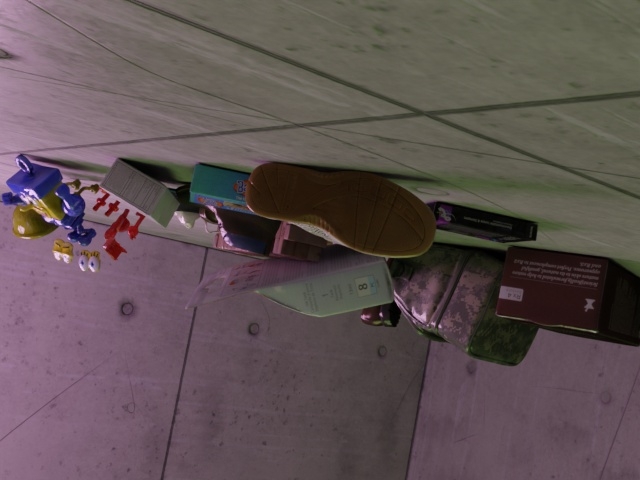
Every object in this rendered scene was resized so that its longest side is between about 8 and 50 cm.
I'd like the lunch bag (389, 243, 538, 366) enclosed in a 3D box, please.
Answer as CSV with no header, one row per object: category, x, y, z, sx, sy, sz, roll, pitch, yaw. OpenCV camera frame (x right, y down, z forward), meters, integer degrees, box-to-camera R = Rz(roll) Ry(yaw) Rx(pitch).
lunch bag,0.309,0.120,1.932,0.256,0.213,0.305,28,-174,36

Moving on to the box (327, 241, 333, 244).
box,0.000,0.000,2.207,0.201,0.021,0.164,12,175,-23

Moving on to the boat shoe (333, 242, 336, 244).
boat shoe,0.077,0.006,2.042,0.100,0.035,0.035,2,170,21

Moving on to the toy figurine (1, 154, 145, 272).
toy figurine,-0.514,-0.102,1.757,0.362,0.191,0.217,16,150,43

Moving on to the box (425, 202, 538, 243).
box,0.224,-0.025,1.352,0.162,0.029,0.116,13,176,-12

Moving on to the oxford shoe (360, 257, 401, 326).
oxford shoe,0.137,0.093,1.995,0.096,0.227,0.083,-5,128,27

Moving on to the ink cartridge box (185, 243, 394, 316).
ink cartridge box,-0.055,0.093,1.821,0.384,0.091,0.308,-14,-171,2

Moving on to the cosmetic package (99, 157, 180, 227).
cosmetic package,-0.307,-0.078,1.579,0.098,0.060,0.239,32,175,-2

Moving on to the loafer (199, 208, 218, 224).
loafer,-0.153,-0.054,1.718,0.147,0.056,0.050,1,177,-16

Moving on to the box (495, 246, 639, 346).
box,0.497,0.114,1.766,0.191,0.143,0.381,8,177,31

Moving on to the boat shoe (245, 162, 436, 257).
boat shoe,0.037,-0.042,1.202,0.277,0.098,0.096,19,180,28

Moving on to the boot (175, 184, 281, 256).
boot,-0.169,-0.037,1.604,0.219,0.106,0.082,8,175,26

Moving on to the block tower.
block tower,-0.110,-0.013,1.877,0.097,0.091,0.335,14,174,-30

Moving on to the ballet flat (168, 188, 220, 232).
ballet flat,-0.232,-0.052,1.808,0.203,0.074,0.074,12,175,-16

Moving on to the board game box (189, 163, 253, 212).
board game box,-0.099,-0.068,1.435,0.210,0.047,0.160,11,176,-8
